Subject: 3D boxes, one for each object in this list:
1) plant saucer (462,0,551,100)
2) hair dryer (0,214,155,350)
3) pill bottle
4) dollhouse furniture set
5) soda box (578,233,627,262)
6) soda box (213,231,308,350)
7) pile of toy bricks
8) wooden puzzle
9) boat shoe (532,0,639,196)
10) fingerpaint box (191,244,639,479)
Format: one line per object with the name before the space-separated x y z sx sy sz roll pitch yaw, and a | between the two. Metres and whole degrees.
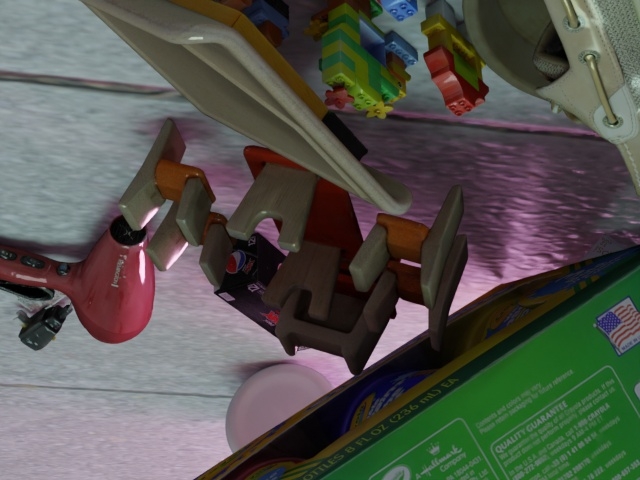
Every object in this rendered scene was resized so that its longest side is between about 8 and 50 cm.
plant saucer | 0.232 -0.182 0.674 0.277 0.041 0.278 -2 151 -1
hair dryer | -0.272 0.045 1.015 0.293 0.080 0.223 -21 145 30
pill bottle | -0.025 0.280 1.367 0.153 0.153 0.265 -6 151 8
dollhouse furniture set | 0.000 0.000 0.882 0.262 0.135 0.259 14 154 19
soda box | 0.297 0.086 1.092 0.069 0.074 0.216 37 161 24
soda box | -0.045 0.057 1.065 0.053 0.060 0.169 -17 146 23
pile of toy bricks | 0.020 -0.131 0.687 0.118 0.105 0.212 -23 143 33
wooden puzzle | -0.064 -0.113 0.675 0.221 0.044 0.238 31 178 41
boat shoe | 0.182 -0.123 0.637 0.098 0.109 0.302 -7 145 21
fingerpaint box | 0.099 0.183 0.879 0.444 0.163 0.371 -30 179 -16
